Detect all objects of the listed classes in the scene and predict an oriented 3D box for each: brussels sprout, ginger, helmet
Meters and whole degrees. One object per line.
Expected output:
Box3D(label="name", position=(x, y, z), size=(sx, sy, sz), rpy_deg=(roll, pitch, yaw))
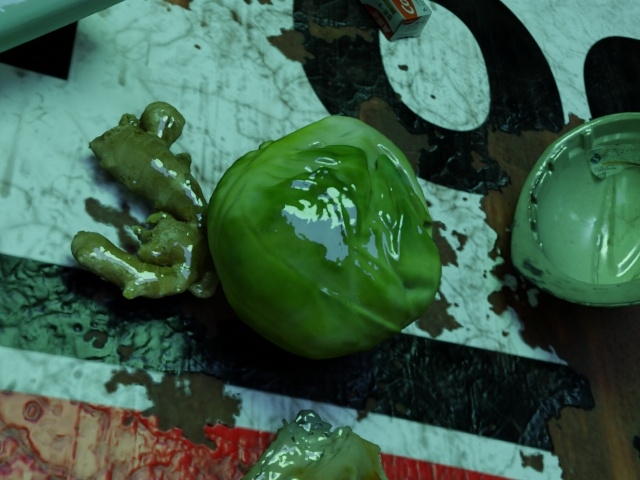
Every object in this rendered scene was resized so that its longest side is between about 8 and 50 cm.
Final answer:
Box3D(label="brussels sprout", position=(0.000, 0.000, 0.779), size=(0.223, 0.161, 0.223), rpy_deg=(17, 45, -17))
Box3D(label="ginger", position=(-0.144, -0.027, 0.795), size=(0.176, 0.052, 0.193), rpy_deg=(41, 51, 0))
Box3D(label="helmet", position=(0.318, -0.001, 0.975), size=(0.204, 0.137, 0.257), rpy_deg=(17, 60, 30))

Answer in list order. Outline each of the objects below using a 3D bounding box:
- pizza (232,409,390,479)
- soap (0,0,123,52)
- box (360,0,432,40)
Box3D(label="pizza", position=(0.017, 0.363, 0.594), size=(0.392, 0.080, 0.435), rpy_deg=(43, 50, 4))
Box3D(label="soap", position=(-0.299, -0.242, 0.746), size=(0.290, 0.095, 0.172), rpy_deg=(-30, 101, -23))
Box3D(label="box", position=(0.054, -0.345, 1.129), size=(0.055, 0.039, 0.218), rpy_deg=(-19, 69, -38))
